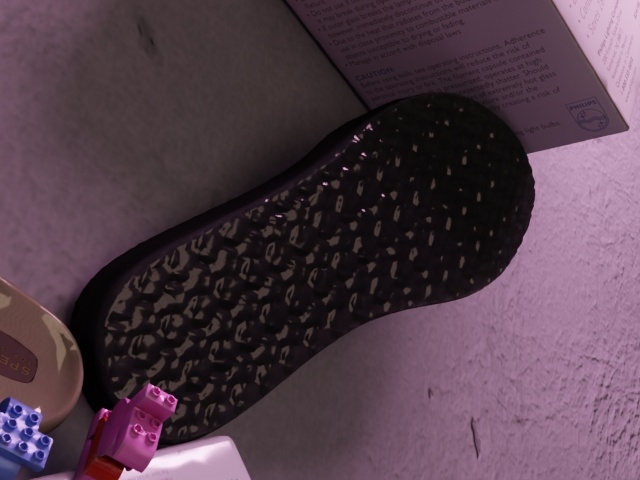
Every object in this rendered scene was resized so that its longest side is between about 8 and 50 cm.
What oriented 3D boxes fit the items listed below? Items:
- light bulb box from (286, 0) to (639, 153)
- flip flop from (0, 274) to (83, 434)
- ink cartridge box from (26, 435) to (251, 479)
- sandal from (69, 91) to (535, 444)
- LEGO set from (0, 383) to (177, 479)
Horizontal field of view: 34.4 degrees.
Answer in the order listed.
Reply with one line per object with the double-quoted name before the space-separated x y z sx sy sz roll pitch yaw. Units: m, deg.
"light bulb box" 0.131 -0.317 0.916 0.361 0.225 0.358 48 48 -30
"flip flop" -0.221 0.026 0.519 0.277 0.080 0.112 38 54 -38
"ink cartridge box" -0.107 0.277 0.507 0.324 0.071 0.330 0 57 -51
"sandal" -0.002 -0.002 0.785 0.445 0.107 0.168 -24 105 -37
"LEGO set" -0.131 0.135 0.480 0.087 0.093 0.227 34 35 -21
